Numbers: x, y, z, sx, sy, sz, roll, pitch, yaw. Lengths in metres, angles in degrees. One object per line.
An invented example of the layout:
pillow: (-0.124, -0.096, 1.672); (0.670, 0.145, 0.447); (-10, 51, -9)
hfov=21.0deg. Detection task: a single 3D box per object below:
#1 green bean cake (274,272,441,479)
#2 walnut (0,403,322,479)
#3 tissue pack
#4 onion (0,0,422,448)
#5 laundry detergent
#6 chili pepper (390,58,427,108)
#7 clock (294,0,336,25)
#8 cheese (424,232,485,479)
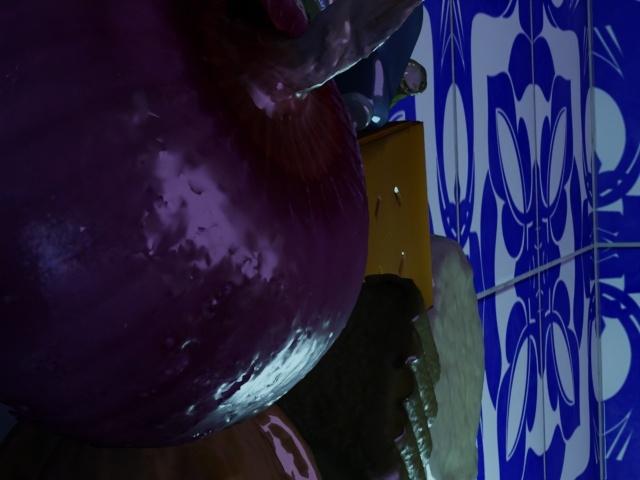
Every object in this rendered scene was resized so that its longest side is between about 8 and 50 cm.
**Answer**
green bean cake: (-0.028, 0.150, 1.373); (0.124, 0.236, 0.233); (71, 25, -44)
walnut: (-0.109, 0.201, 1.169); (0.224, 0.257, 0.257); (-151, -124, -74)
tissue pack: (0.000, 0.000, 1.600); (0.274, 0.145, 0.194); (-25, 111, -68)
onion: (-0.112, -0.068, 1.010); (0.345, 0.358, 0.358); (-56, -175, 38)
laundry detergent: (0.047, -0.170, 1.597); (0.206, 0.061, 0.097); (-70, 157, -48)
chili pepper: (0.042, -0.116, 1.748); (0.202, 0.050, 0.052); (-50, -162, 44)
clock: (-0.034, -0.218, 1.586); (0.195, 0.100, 0.194); (18, 76, -67)
cheese: (0.104, 0.153, 1.935); (0.318, 0.115, 0.326); (-69, 153, -46)
